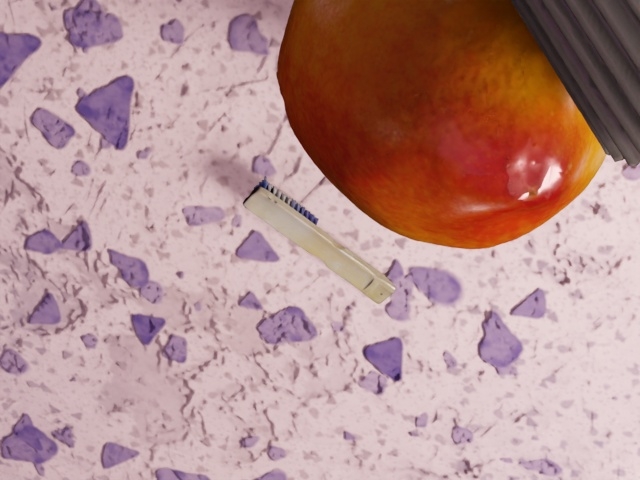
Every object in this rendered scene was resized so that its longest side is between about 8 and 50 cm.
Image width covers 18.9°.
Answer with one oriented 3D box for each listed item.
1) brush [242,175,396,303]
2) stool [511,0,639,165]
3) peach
[{"bbox_3d":[0.000,0.000,1.851,0.178,0.030,0.033,36,121,-22],"label":"brush"},{"bbox_3d":[0.221,-0.266,1.296,0.297,0.297,0.330,-29,111,33],"label":"stool"},{"bbox_3d":[0.101,-0.131,1.538,0.289,0.308,0.289,9,129,12],"label":"peach"}]
